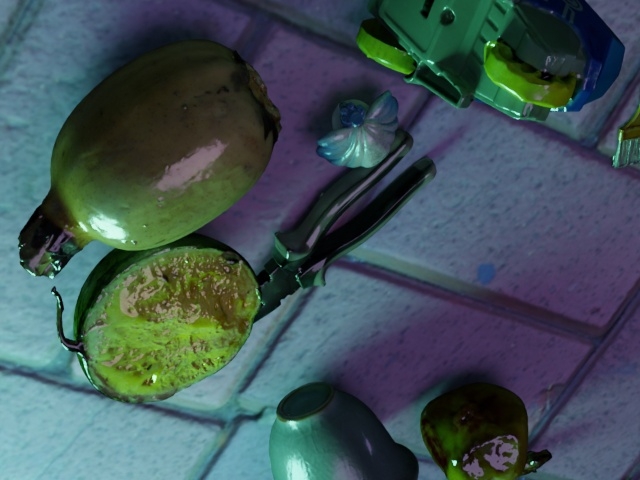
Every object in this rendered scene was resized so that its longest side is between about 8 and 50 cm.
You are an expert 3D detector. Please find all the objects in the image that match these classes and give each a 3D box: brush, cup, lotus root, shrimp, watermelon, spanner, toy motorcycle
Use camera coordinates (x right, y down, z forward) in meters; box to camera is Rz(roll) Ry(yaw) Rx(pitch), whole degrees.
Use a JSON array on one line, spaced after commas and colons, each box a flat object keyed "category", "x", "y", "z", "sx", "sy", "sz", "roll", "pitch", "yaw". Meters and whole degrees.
[{"category": "brush", "x": 0.415, "y": -0.187, "z": 1.926, "sx": 0.082, "sy": 0.010, "sz": 0.218, "roll": -13, "pitch": 128, "yaw": -20}, {"category": "cup", "x": 0.007, "y": 0.261, "z": 1.940, "sx": 0.199, "sy": 0.199, "sz": 0.150, "roll": -27, "pitch": 113, "yaw": -8}, {"category": "lotus root", "x": -0.185, "y": -0.077, "z": 1.570, "sx": 0.310, "sy": 0.183, "sz": 0.183, "roll": -36, "pitch": 132, "yaw": 0}, {"category": "shrimp", "x": 0.251, "y": 0.374, "z": 2.225, "sx": 0.195, "sy": 0.035, "sz": 0.148, "roll": -22, "pitch": 128, "yaw": -3}, {"category": "watermelon", "x": -0.188, "y": 0.073, "z": 1.711, "sx": 0.232, "sy": 0.127, "sz": 0.204, "roll": -18, "pitch": 130, "yaw": -18}, {"category": "spanner", "x": 0.000, "y": 0.000, "z": 1.819, "sx": 0.325, "sy": 0.040, "sz": 0.095, "roll": -43, "pitch": 132, "yaw": 4}, {"category": "toy motorcycle", "x": 0.193, "y": -0.216, "z": 1.577, "sx": 0.199, "sy": 0.326, "sz": 0.191, "roll": 6, "pitch": 120, "yaw": -34}]

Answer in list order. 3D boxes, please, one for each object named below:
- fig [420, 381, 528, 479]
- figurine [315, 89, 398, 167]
[{"category": "fig", "x": 0.220, "y": 0.263, "z": 2.065, "sx": 0.154, "sy": 0.144, "sz": 0.165, "roll": -21, "pitch": 164, "yaw": 31}, {"category": "figurine", "x": 0.045, "y": -0.121, "z": 1.744, "sx": 0.114, "sy": 0.079, "sz": 0.114, "roll": -42, "pitch": 168, "yaw": -11}]
